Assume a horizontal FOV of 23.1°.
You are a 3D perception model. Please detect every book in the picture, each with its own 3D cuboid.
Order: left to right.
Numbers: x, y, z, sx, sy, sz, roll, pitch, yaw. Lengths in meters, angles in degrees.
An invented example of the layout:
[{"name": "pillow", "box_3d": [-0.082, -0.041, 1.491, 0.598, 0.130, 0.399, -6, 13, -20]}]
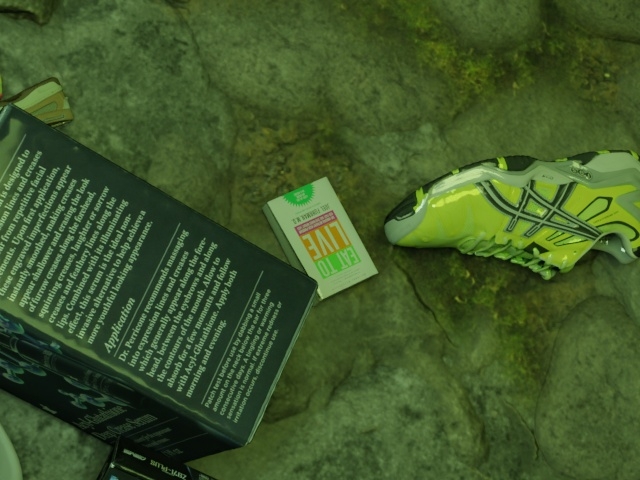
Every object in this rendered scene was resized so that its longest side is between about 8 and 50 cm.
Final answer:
[{"name": "book", "box_3d": [0.000, 0.000, 2.021, 0.096, 0.035, 0.144, -25, 81, -27]}]

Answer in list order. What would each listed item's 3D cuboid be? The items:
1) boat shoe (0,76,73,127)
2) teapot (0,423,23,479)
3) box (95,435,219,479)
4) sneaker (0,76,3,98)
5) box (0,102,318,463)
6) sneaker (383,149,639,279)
[{"name": "boat shoe", "box_3d": [-0.386, -0.131, 1.920, 0.190, 0.068, 0.072, -30, 96, -23]}, {"name": "teapot", "box_3d": [-0.459, 0.259, 1.712, 0.187, 0.252, 0.256, -39, 66, 9]}, {"name": "box", "box_3d": [-0.204, 0.337, 1.778, 0.147, 0.077, 0.180, 27, 104, -9]}, {"name": "sneaker", "box_3d": [-0.478, -0.178, 1.895, 0.208, 0.081, 0.094, -22, 84, -23]}, {"name": "box", "box_3d": [-0.256, 0.068, 1.750, 0.395, 0.293, 0.212, 30, 67, -14]}, {"name": "sneaker", "box_3d": [0.271, -0.025, 2.052, 0.384, 0.145, 0.147, -8, 76, -18]}]
